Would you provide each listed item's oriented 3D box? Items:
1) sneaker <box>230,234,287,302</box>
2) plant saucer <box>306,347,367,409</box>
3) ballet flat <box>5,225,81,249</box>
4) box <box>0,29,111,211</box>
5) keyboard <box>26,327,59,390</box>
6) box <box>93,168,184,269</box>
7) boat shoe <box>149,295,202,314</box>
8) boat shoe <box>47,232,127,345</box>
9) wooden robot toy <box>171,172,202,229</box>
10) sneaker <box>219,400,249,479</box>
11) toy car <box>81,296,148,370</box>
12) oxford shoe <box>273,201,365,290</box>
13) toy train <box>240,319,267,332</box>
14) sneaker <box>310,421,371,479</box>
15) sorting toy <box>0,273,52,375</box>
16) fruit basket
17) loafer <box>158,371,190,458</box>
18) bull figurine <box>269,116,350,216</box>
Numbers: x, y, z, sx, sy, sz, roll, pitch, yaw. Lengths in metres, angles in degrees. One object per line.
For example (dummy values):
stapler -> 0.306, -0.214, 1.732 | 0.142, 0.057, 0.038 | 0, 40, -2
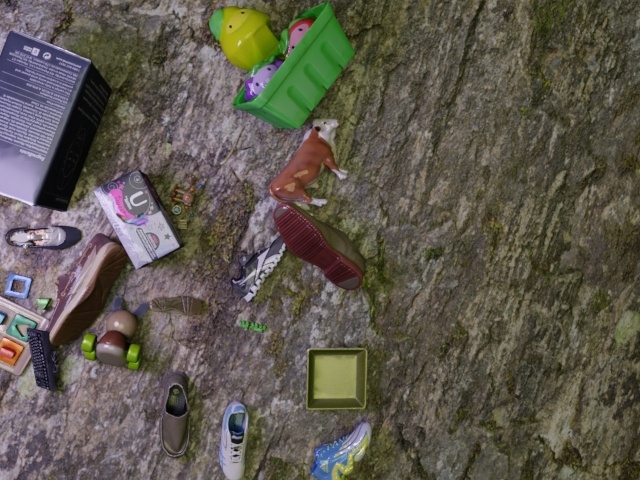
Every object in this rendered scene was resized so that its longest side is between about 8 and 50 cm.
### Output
sneaker -> -0.187, 0.065, 1.833 | 0.106, 0.078, 0.234 | 35, 86, -10
plant saucer -> 0.047, 0.422, 1.884 | 0.188, 0.045, 0.189 | 2, 90, -9
ballet flat -> -0.792, -0.008, 1.740 | 0.203, 0.074, 0.074 | -1, 90, -10
box -> -0.750, -0.299, 1.637 | 0.211, 0.293, 0.396 | 20, 86, -8
keyboard -> -0.776, 0.335, 1.715 | 0.108, 0.023, 0.180 | 5, 108, 24
box -> -0.508, -0.060, 1.739 | 0.142, 0.163, 0.247 | -29, 94, -7
boat shoe -> -0.429, 0.194, 1.815 | 0.153, 0.048, 0.056 | 0, 77, -16
boat shoe -> -0.688, 0.135, 1.747 | 0.123, 0.123, 0.342 | 33, 96, 23
wooden robot toy -> -0.401, -0.119, 1.800 | 0.076, 0.079, 0.173 | 16, 86, -9
sneaker -> -0.255, 0.600, 1.814 | 0.085, 0.086, 0.237 | 2, 90, -11
toy car -> -0.575, 0.258, 1.763 | 0.155, 0.149, 0.188 | 15, 60, -6
oxford shoe -> 0.000, 0.000, 1.845 | 0.123, 0.130, 0.348 | -32, 111, 36
toy train -> -0.205, 0.262, 1.860 | 0.083, 0.017, 0.024 | 16, 97, -9
sneaker -> 0.056, 0.642, 1.861 | 0.126, 0.091, 0.240 | 31, 86, -7
sorting toy -> -0.899, 0.267, 1.731 | 0.196, 0.047, 0.348 | 29, 85, -8
fruit basket -> -0.144, -0.548, 1.770 | 0.391, 0.283, 0.392 | -5, 102, -23
loafer -> -0.429, 0.515, 1.784 | 0.094, 0.087, 0.251 | -2, 90, -9
bull figurine -> -0.018, -0.221, 1.852 | 0.188, 0.101, 0.310 | 40, 83, -9
